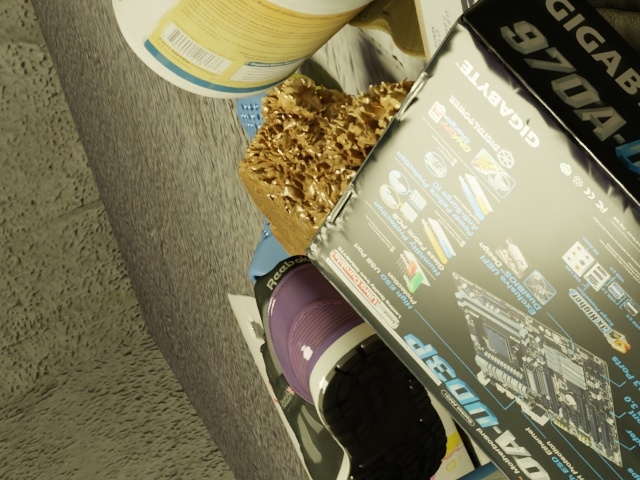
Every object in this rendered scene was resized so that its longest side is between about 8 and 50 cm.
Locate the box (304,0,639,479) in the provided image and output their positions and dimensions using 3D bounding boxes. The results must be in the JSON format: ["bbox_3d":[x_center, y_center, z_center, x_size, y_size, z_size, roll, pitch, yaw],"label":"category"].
[{"bbox_3d":[0.105,0.033,0.560,0.220,0.051,0.175,48,148,10],"label":"box"}]

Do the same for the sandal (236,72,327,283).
[{"bbox_3d":[0.000,0.000,1.244,0.317,0.138,0.126,61,169,23],"label":"sandal"}]

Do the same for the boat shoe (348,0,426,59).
[{"bbox_3d":[0.066,-0.139,0.936,0.153,0.048,0.056,27,105,62],"label":"boat shoe"}]

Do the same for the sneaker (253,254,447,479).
[{"bbox_3d":[0.017,0.112,1.137,0.124,0.107,0.283,47,159,33],"label":"sneaker"}]

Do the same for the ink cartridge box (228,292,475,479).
[{"bbox_3d":[0.049,0.186,1.423,0.353,0.119,0.207,65,168,-6],"label":"ink cartridge box"}]

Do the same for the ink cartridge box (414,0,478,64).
[{"bbox_3d":[0.113,-0.121,0.674,0.193,0.088,0.234,49,159,54],"label":"ink cartridge box"}]

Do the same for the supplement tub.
[{"bbox_3d":[-0.032,-0.184,0.923,0.200,0.144,0.144,-33,82,58],"label":"supplement tub"}]

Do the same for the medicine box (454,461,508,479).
[{"bbox_3d":[0.113,0.351,1.150,0.149,0.263,0.289,33,146,66],"label":"medicine box"}]

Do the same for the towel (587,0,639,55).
[{"bbox_3d":[0.193,0.059,0.554,0.324,0.056,0.312,23,140,44],"label":"towel"}]

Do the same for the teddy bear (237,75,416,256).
[{"bbox_3d":[0.071,-0.009,1.050,0.245,0.113,0.338,57,165,-19],"label":"teddy bear"}]
